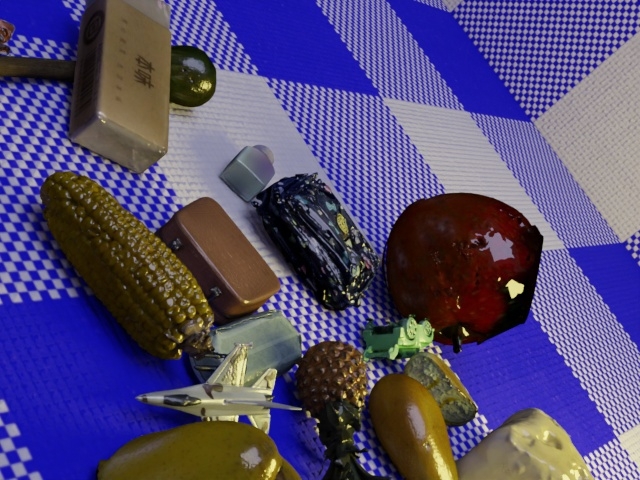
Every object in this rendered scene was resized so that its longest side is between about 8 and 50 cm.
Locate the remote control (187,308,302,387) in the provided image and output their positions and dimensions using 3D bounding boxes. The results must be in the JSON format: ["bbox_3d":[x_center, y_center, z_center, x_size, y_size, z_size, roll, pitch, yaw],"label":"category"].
[{"bbox_3d":[-0.104,0.162,1.515,0.104,0.052,0.247,57,27,8],"label":"remote control"}]

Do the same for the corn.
[{"bbox_3d":[-0.257,0.035,1.386,0.322,0.119,0.119,50,27,5],"label":"corn"}]

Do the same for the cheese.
[{"bbox_3d":[0.366,0.409,1.743,0.248,0.173,0.251,50,22,7],"label":"cheese"}]

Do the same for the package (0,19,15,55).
[{"bbox_3d":[-0.515,-0.319,1.560,0.110,0.033,0.077,18,74,-40],"label":"package"}]

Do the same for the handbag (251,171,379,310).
[{"bbox_3d":[0.000,0.000,1.808,0.260,0.113,0.162,54,34,-5],"label":"handbag"}]

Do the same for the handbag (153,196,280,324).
[{"bbox_3d":[-0.161,0.034,1.576,0.193,0.072,0.151,52,27,3],"label":"handbag"}]

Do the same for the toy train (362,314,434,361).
[{"bbox_3d":[0.134,0.174,1.807,0.149,0.099,0.081,16,70,-54],"label":"toy train"}]

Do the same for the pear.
[{"bbox_3d":[-0.113,0.290,1.206,0.267,0.178,0.267,36,26,-20],"label":"pear"}]

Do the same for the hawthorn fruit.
[{"bbox_3d":[0.272,0.047,1.935,0.316,0.316,0.316,35,30,-24],"label":"hawthorn fruit"}]

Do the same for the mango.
[{"bbox_3d":[0.153,0.317,1.639,0.136,0.099,0.228,1,61,-63],"label":"mango"}]

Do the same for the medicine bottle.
[{"bbox_3d":[-0.124,-0.128,1.854,0.074,0.055,0.118,42,29,-9],"label":"medicine bottle"}]

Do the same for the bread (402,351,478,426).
[{"bbox_3d":[0.201,0.248,1.801,0.157,0.083,0.094,42,26,-29],"label":"bread"}]

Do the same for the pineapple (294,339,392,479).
[{"bbox_3d":[0.033,0.270,1.480,0.119,0.130,0.277,33,31,-35],"label":"pineapple"}]

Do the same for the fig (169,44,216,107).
[{"bbox_3d":[-0.269,-0.301,1.832,0.177,0.117,0.117,14,41,-31],"label":"fig"}]

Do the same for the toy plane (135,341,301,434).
[{"bbox_3d":[-0.144,0.208,1.354,0.234,0.082,0.160,9,88,-29],"label":"toy plane"}]

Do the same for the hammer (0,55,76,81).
[{"bbox_3d":[-0.451,-0.260,1.565,0.365,0.043,0.111,-14,76,-63],"label":"hammer"}]

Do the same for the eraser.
[{"bbox_3d":[-0.319,-0.281,1.684,0.144,0.078,0.343,27,45,-38],"label":"eraser"}]
